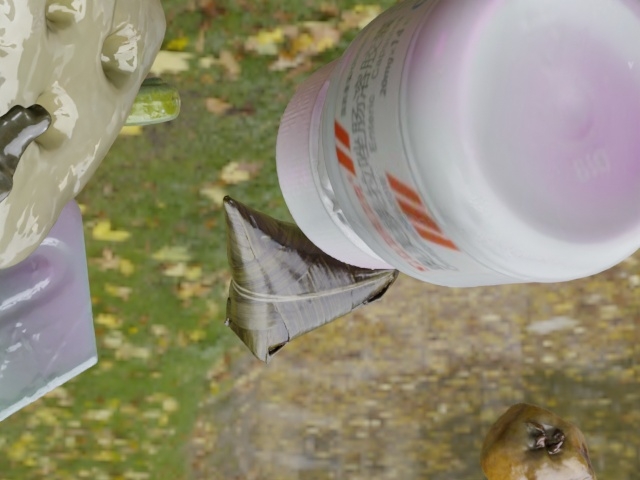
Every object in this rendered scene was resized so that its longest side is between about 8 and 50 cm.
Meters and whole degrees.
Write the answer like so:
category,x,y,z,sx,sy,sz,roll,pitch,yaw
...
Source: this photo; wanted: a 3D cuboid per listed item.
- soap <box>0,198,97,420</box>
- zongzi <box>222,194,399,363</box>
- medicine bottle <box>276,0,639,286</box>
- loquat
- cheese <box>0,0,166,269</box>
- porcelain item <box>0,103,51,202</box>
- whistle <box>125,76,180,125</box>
category,x,y,z,sx,sy,sz,roll,pitch,yaw
soap,-0.425,-0.016,1.463,0.261,0.446,0.156,-31,179,-23
zongzi,0.000,0.000,1.519,0.248,0.111,0.241,-25,139,-22
medicine bottle,0.119,-0.087,1.086,0.256,0.256,0.325,11,173,-26
loquat,0.239,0.237,1.385,0.113,0.137,0.137,-39,162,-11
cheese,-0.268,-0.153,1.057,0.129,0.328,0.351,15,163,18
porcelain item,-0.280,-0.025,0.929,0.069,0.216,0.081,53,167,-27
whistle,-0.266,-0.164,1.546,0.198,0.057,0.104,-2,-173,18
